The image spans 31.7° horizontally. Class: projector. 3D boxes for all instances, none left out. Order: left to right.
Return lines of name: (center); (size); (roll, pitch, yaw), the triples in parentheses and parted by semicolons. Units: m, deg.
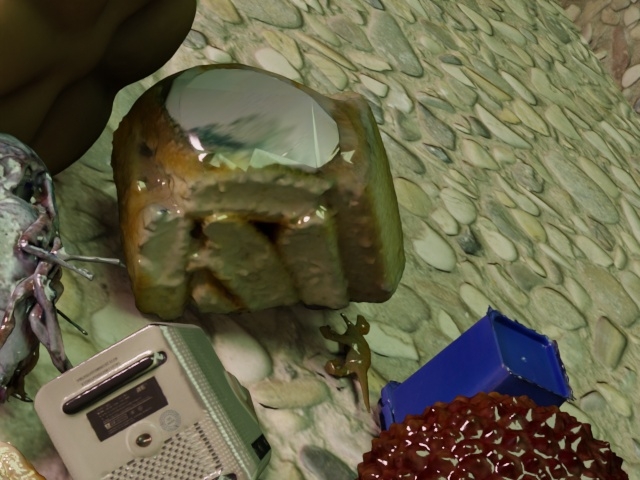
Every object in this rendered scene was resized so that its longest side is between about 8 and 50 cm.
projector: (-0.152, 0.183, 1.087); (0.177, 0.163, 0.242); (60, 0, 6)

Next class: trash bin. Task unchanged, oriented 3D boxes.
trash bin: (0.195, 0.208, 1.456); (0.162, 0.234, 0.184); (25, 33, -24)

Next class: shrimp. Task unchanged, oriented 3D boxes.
shrimp: (-0.295, 0.056, 1.124); (0.137, 0.172, 0.372); (17, 57, -60)

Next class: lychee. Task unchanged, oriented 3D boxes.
lychee: (0.190, 0.308, 1.245); (0.330, 0.306, 0.306); (35, 29, -24)

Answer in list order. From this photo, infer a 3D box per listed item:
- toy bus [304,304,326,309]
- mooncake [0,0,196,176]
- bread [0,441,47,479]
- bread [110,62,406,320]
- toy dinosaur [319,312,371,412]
toy bus: (0.000, 0.000, 1.639); (0.136, 0.126, 0.209); (7, 42, -57)
mooncake: (-0.346, -0.280, 1.284); (0.262, 0.467, 0.467); (42, 29, 9)
bread: (-0.275, 0.247, 0.991); (0.125, 0.106, 0.082); (42, 47, 1)
bread: (-0.054, -0.073, 1.405); (0.395, 0.264, 0.239); (-1, 48, -15)
toy dinosaur: (0.059, 0.167, 1.560); (0.126, 0.039, 0.162); (-1, 50, -52)
